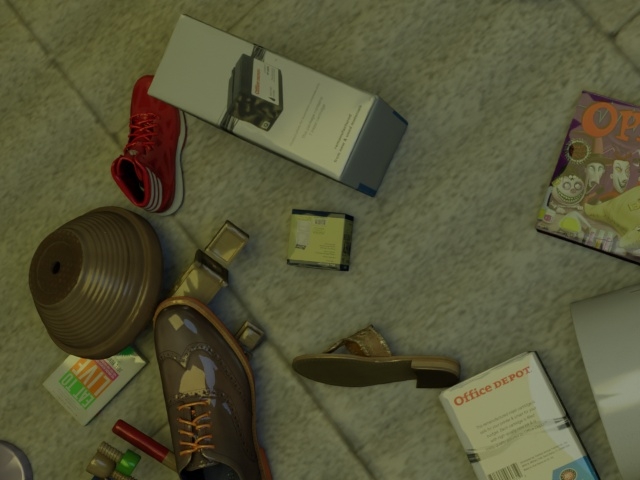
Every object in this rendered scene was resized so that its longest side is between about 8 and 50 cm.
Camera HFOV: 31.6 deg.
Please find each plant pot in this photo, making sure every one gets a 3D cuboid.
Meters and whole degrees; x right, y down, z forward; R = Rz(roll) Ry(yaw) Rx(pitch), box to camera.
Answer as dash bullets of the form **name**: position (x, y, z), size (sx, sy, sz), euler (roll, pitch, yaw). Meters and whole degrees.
- **plant pot**: position (-0.357, 0.054, 1.690), size (0.237, 0.110, 0.237), euler (-13, 68, 34)

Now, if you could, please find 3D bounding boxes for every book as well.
- **book**: position (-0.348, 0.206, 1.763), size (0.096, 0.035, 0.144), euler (45, 97, 9)

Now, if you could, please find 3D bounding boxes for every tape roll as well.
- **tape roll**: position (0.435, 0.176, 1.441), size (0.169, 0.246, 0.246), euler (-17, 82, 14)

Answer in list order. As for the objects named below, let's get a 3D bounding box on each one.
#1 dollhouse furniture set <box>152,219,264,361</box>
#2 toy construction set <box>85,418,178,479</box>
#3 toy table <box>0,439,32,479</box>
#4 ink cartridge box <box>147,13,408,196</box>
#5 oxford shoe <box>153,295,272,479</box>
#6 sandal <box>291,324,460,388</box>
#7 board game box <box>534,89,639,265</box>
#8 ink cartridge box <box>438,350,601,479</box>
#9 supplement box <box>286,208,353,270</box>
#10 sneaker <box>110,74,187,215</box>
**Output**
- **dollhouse furniture set**: position (-0.131, 0.082, 1.698), size (0.161, 0.101, 0.182), euler (37, 96, -10)
- **toy construction set**: position (-0.280, 0.454, 1.655), size (0.237, 0.257, 0.308), euler (32, 84, -2)
- **toy table**: position (-0.600, 0.417, 1.750), size (0.274, 0.161, 0.252), euler (-45, 77, 9)
- **ink cartridge box**: position (-0.055, -0.188, 1.607), size (0.307, 0.223, 0.129), euler (26, 94, 15)
- **oxford shoe**: position (-0.156, 0.257, 1.608), size (0.130, 0.133, 0.363), euler (-18, 99, 12)
- **sandal**: position (0.083, 0.161, 1.638), size (0.240, 0.088, 0.079), euler (3, 56, 8)
- **board game box**: position (0.491, -0.057, 1.545), size (0.347, 0.056, 0.208), euler (19, 87, 16)
- **ink cartridge box**: position (0.275, 0.270, 1.560), size (0.148, 0.086, 0.203), euler (-27, 79, 12)
- **supplement box**: position (0.000, 0.000, 1.666), size (0.083, 0.056, 0.083), euler (5, 88, 15)
- **sneaker**: position (-0.261, -0.151, 1.709), size (0.087, 0.128, 0.221), euler (-12, 84, 14)
